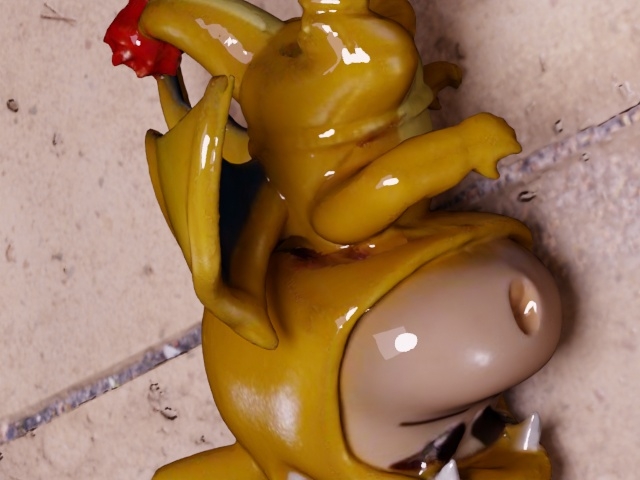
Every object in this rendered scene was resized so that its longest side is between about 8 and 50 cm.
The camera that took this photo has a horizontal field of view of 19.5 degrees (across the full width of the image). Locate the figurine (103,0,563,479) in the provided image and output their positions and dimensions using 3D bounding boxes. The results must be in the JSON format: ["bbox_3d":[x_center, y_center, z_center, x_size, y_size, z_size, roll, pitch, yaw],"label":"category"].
[{"bbox_3d":[0.002,-0.011,1.249,0.401,0.268,0.387,-140,41,-68],"label":"figurine"}]
